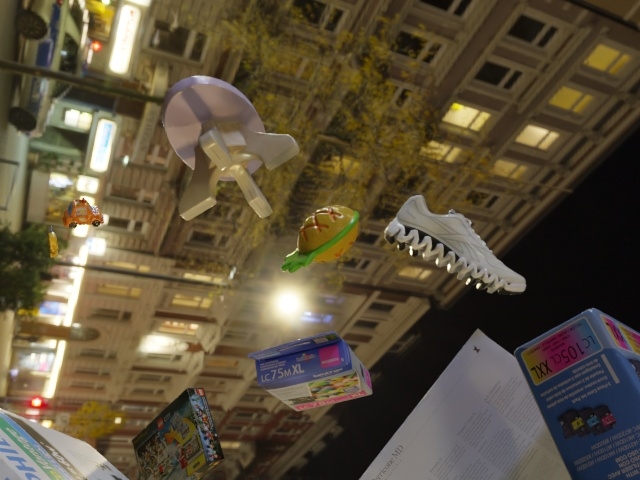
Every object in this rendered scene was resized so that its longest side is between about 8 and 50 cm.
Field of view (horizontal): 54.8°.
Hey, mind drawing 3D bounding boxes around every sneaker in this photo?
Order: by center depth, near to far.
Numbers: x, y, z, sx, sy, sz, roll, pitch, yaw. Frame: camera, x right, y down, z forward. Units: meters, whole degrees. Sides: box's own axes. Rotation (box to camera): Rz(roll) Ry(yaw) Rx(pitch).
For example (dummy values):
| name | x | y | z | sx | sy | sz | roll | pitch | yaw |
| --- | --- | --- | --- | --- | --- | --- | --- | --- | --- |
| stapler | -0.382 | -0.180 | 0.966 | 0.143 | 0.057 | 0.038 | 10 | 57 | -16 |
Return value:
| name | x | y | z | sx | sy | sz | roll | pitch | yaw |
| --- | --- | --- | --- | --- | --- | --- | --- | --- | --- |
| sneaker | 0.276 | 0.011 | 1.207 | 0.118 | 0.292 | 0.110 | -60 | 173 | -8 |

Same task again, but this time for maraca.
| name | x | y | z | sx | sy | sz | roll | pitch | yaw |
| --- | --- | --- | --- | --- | --- | --- | --- | --- | --- |
| maraca | 0.000 | 0.000 | 1.202 | 0.186 | 0.099 | 0.127 | -41 | -165 | -17 |

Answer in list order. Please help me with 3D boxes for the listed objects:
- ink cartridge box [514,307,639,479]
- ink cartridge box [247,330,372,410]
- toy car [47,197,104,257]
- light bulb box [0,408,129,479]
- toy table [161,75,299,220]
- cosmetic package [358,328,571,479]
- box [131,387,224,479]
| name | x | y | z | sx | sy | sz | roll | pitch | yaw |
| --- | --- | --- | --- | --- | --- | --- | --- | --- | --- |
| ink cartridge box | 0.478 | 0.323 | 0.886 | 0.151 | 0.270 | 0.395 | -40 | -135 | 31 |
| ink cartridge box | -0.012 | 0.278 | 1.273 | 0.311 | 0.186 | 0.065 | 61 | 16 | -58 |
| toy car | -0.338 | -0.024 | 0.858 | 0.122 | 0.060 | 0.040 | -106 | -158 | -60 |
| light bulb box | -0.417 | 0.410 | 0.728 | 0.358 | 0.225 | 0.361 | -54 | 153 | -19 |
| toy table | -0.179 | -0.163 | 1.175 | 0.252 | 0.274 | 0.161 | -37 | -125 | 14 |
| cosmetic package | 0.282 | 0.393 | 1.101 | 0.377 | 0.284 | 0.097 | -47 | 162 | -16 |
| box | -0.301 | 0.434 | 1.281 | 0.233 | 0.044 | 0.159 | -44 | -127 | 28 |
